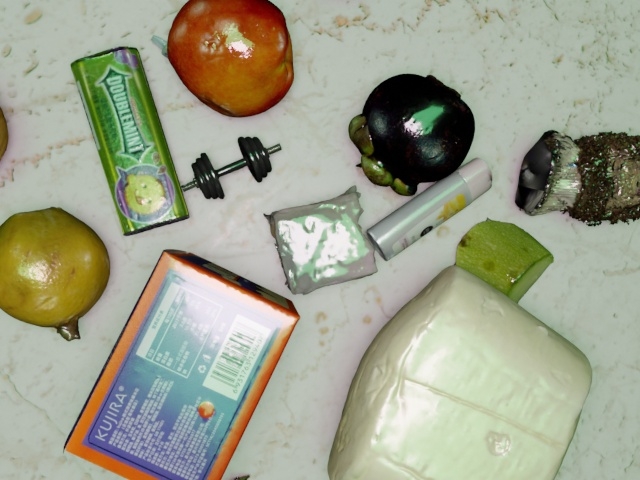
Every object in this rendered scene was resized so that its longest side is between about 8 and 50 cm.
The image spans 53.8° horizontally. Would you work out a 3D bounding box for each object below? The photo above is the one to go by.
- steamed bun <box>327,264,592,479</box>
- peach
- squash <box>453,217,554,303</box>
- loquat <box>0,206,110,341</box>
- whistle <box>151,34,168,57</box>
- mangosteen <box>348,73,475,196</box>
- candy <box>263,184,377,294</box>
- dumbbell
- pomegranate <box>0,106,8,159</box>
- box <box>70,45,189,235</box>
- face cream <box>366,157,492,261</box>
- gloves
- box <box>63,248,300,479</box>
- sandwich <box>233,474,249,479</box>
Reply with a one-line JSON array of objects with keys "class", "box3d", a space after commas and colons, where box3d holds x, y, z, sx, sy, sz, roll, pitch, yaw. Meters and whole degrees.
[{"class": "steamed bun", "box3d": [0.236, 0.309, 1.175, 0.371, 0.290, 0.455, 33, 84, 1]}, {"class": "peach", "box3d": [-0.167, -0.350, 1.186, 0.244, 0.199, 0.243, 3, 116, 6]}, {"class": "squash", "box3d": [0.373, 0.048, 1.287, 0.184, 0.085, 0.192, 41, 85, -5]}, {"class": "loquat", "box3d": [-0.490, 0.069, 1.146, 0.214, 0.213, 0.245, -19, 85, -5]}, {"class": "whistle", "box3d": [-0.292, -0.374, 1.253, 0.100, 0.035, 0.035, 35, 87, -3]}, {"class": "mangosteen", "box3d": [0.172, -0.204, 1.215, 0.243, 0.243, 0.242, 0, 90, -5]}, {"class": "candy", "box3d": [0.000, 0.000, 1.228, 0.195, 0.137, 0.184, -13, 91, -3]}, {"class": "dumbbell", "box3d": [-0.172, -0.142, 1.227, 0.209, 0.099, 0.099, -25, 92, -9]}, {"class": "pomegranate", "box3d": [-0.690, -0.210, 1.115, 0.261, 0.260, 0.260, 0, 90, -5]}, {"class": "box", "box3d": [-0.365, -0.190, 1.213, 0.134, 0.097, 0.345, -16, 91, -5]}, {"class": "face cream", "box3d": [0.221, -0.064, 1.266, 0.269, 0.107, 0.073, -35, 71, -4]}, {"class": "gloves", "box3d": [0.564, -0.133, 1.281, 0.313, 0.135, 0.210, 9, 89, -5]}, {"class": "box", "box3d": [-0.227, 0.218, 1.113, 0.257, 0.318, 0.348, 26, 88, -5]}, {"class": "sandwich", "box3d": [-0.237, 0.614, 1.213, 0.292, 0.109, 0.212, -23, 91, -6]}]
